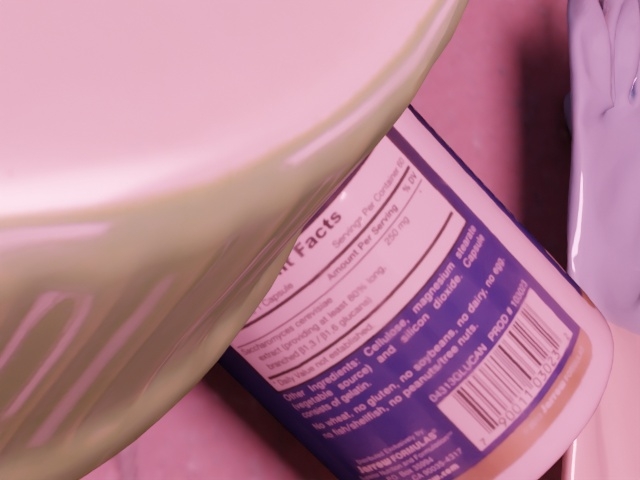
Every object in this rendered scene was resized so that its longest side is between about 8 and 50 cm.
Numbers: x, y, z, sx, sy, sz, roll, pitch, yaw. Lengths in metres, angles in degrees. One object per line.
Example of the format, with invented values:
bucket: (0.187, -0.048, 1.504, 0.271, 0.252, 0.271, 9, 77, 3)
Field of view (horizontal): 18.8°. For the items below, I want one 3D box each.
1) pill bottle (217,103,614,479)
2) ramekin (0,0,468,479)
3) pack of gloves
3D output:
pill bottle: (0.000, 0.000, 0.568, 0.169, 0.094, 0.094, 46, 56, -18)
ramekin: (-0.108, -0.095, 0.402, 0.303, 0.148, 0.303, 10, 65, -22)
pack of gloves: (0.135, 0.021, 0.713, 0.195, 0.046, 0.232, 16, 72, -46)
